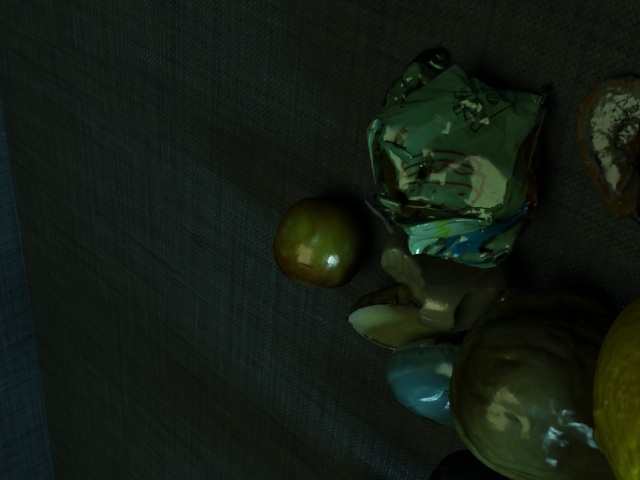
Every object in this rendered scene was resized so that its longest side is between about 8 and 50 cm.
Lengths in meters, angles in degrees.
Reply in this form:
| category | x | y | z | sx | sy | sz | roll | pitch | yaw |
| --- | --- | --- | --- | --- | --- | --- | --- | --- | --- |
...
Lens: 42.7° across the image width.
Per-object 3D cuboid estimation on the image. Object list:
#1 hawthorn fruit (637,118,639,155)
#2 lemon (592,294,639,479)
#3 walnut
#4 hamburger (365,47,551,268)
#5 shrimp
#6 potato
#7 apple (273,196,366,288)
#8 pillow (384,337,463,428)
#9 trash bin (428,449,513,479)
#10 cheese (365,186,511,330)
| category | x | y | z | sx | sy | sz | roll | pitch | yaw |
| --- | --- | --- | --- | --- | --- | --- | --- | --- | --- |
| hawthorn fruit | 0.423 | -0.096 | 0.802 | 0.202 | 0.185 | 0.185 | -22 | 95 | 35 |
| lemon | 0.443 | 0.159 | 0.805 | 0.336 | 0.336 | 0.336 | 25 | 128 | 37 |
| walnut | 0.304 | 0.195 | 1.049 | 0.227 | 0.283 | 0.283 | -67 | -47 | -84 |
| hamburger | 0.151 | -0.108 | 1.065 | 0.276 | 0.150 | 0.260 | 29 | 109 | 32 |
| shrimp | 0.367 | -0.100 | 0.953 | 0.132 | 0.052 | 0.187 | -10 | 100 | 50 |
| potato | 0.139 | 0.109 | 1.291 | 0.164 | 0.081 | 0.200 | 37 | 146 | -27 |
| apple | 0.005 | 0.001 | 1.357 | 0.146 | 0.163 | 0.147 | 14 | 99 | 28 |
| pillow | 0.207 | 0.230 | 1.264 | 0.214 | 0.086 | 0.233 | 39 | 144 | -14 |
| trash bin | 0.323 | 0.422 | 1.184 | 0.252 | 0.203 | 0.302 | 36 | 153 | -34 |
| cheese | 0.150 | 0.011 | 1.188 | 0.286 | 0.163 | 0.082 | 49 | 156 | 40 |
